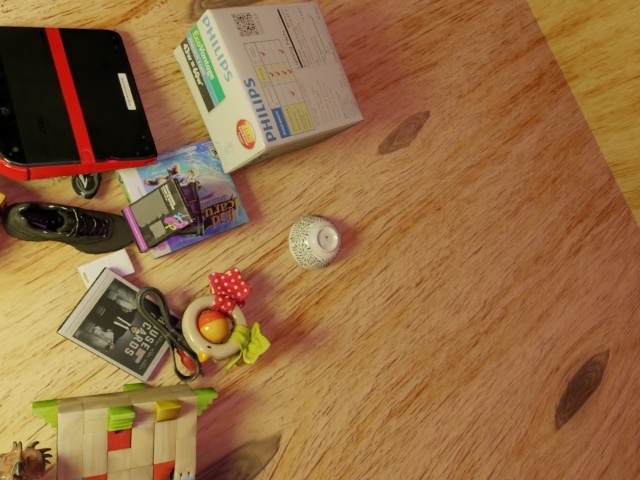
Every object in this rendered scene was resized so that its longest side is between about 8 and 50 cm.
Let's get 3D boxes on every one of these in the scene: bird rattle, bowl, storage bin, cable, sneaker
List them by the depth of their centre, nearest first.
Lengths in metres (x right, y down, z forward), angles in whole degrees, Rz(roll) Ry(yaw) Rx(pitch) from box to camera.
[{"bbox_3d":[-0.551,-0.029,1.186,0.286,0.130,0.108,5,81,-37],"label":"sneaker"},{"bbox_3d":[-0.543,-0.189,1.250,0.067,0.078,0.188,20,74,-25],"label":"sneaker"},{"bbox_3d":[-0.340,-0.072,1.273,0.091,0.098,0.135,-9,88,-19],"label":"storage bin"},{"bbox_3d":[-0.360,0.237,1.285,0.287,0.072,0.139,46,72,-22],"label":"cable"},{"bbox_3d":[-0.239,0.196,1.289,0.207,0.143,0.253,-12,74,-43],"label":"bird rattle"},{"bbox_3d":[0.000,0.000,1.523,0.170,0.080,0.170,5,80,-28],"label":"bowl"}]

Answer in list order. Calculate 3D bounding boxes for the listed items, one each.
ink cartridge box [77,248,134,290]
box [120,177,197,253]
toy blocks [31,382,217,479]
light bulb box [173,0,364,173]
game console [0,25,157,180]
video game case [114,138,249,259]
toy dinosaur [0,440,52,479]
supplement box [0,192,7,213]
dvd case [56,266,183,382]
[{"bbox_3d":[-0.515,0.070,1.257,0.115,0.029,0.062,-25,96,-28],"label":"ink cartridge box"},{"bbox_3d":[-0.379,-0.057,1.226,0.116,0.162,0.029,64,18,6],"label":"box"},{"bbox_3d":[-0.434,0.480,1.178,0.382,0.191,0.260,1,93,-29],"label":"toy blocks"},{"bbox_3d":[-0.132,-0.411,1.395,0.361,0.225,0.357,-25,95,-38],"label":"light bulb box"},{"bbox_3d":[-0.594,-0.328,1.212,0.342,0.060,0.386,-12,75,-33],"label":"game console"},{"bbox_3d":[-0.351,-0.113,1.356,0.270,0.061,0.244,-25,96,-30],"label":"video game case"},{"bbox_3d":[-0.635,0.486,1.038,0.127,0.296,0.200,2,82,-65],"label":"toy dinosaur"},{"bbox_3d":[-0.789,-0.057,1.065,0.194,0.129,0.191,34,68,-20],"label":"supplement box"},{"bbox_3d":[-0.466,0.203,1.247,0.239,0.030,0.179,41,66,-26],"label":"dvd case"}]
